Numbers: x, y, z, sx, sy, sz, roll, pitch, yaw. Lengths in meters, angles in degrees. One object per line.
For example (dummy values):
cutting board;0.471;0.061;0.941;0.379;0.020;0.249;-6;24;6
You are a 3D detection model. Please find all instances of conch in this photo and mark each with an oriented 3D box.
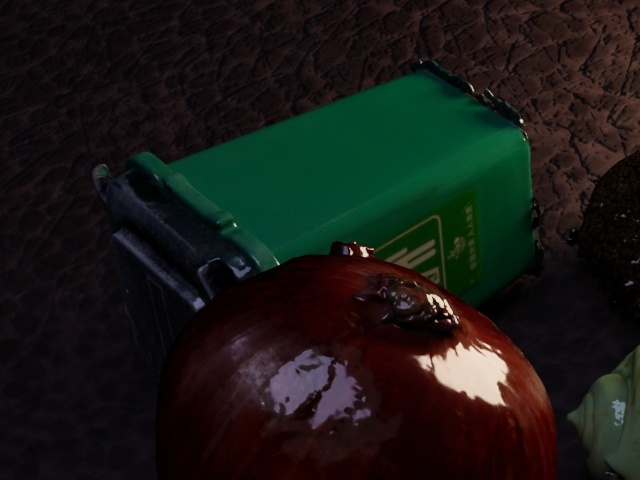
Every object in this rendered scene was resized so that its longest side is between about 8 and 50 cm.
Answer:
conch;0.338;0.182;1.548;0.251;0.137;0.143;24;24;11

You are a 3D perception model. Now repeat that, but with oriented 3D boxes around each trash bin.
trash bin;0.000;0.000;1.735;0.381;0.259;0.295;-27;41;-24

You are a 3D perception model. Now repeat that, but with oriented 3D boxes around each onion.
onion;0.027;0.181;1.452;0.341;0.341;0.341;-8;42;7

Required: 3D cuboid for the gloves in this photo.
gloves;0.363;-0.003;1.699;0.312;0.135;0.210;27;82;43
